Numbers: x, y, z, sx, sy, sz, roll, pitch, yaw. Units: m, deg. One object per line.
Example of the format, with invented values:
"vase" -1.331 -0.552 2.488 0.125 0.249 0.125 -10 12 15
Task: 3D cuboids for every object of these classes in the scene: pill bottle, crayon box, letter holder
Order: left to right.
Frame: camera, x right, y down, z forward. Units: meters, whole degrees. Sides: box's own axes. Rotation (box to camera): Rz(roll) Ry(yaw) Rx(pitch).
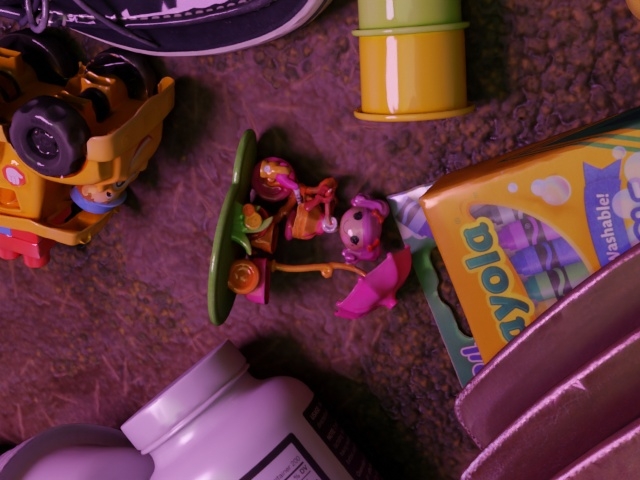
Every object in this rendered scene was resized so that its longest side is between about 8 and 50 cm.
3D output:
"pill bottle" -0.030 0.252 0.776 0.181 0.181 0.323 -39 90 27
"crayon box" 0.218 0.017 0.656 0.323 0.083 0.203 -19 99 26
"letter holder" 0.220 0.120 0.540 0.302 0.152 0.214 -43 76 27

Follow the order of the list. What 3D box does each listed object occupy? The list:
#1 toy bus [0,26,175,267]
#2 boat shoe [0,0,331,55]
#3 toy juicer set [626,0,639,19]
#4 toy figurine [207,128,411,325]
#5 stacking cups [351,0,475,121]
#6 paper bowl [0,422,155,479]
"toy bus" -0.249 -0.066 0.789 0.220 0.149 0.211 13 124 15
"boat shoe" -0.223 -0.256 0.701 0.501 0.156 0.186 15 110 15
"toy juicer set" 0.355 -0.149 0.482 0.329 0.089 0.209 -20 76 14
"toy figurine" 0.000 0.000 0.740 0.159 0.130 0.173 9 86 5
"stacking cups" 0.068 -0.249 0.625 0.096 0.096 0.316 4 107 20
"paper bowl" -0.204 0.309 0.805 0.148 0.284 0.284 -32 94 27
